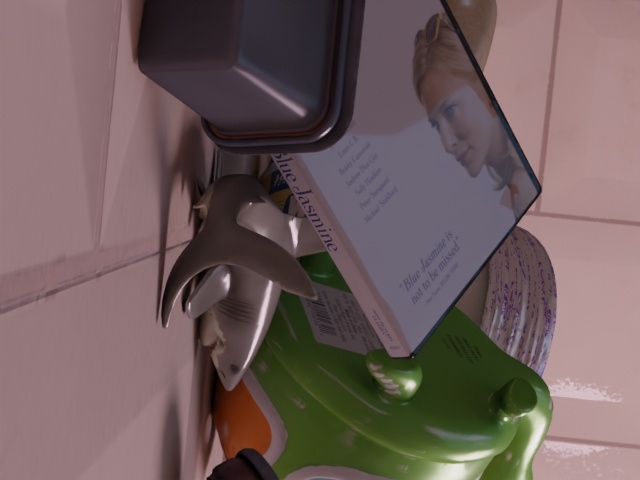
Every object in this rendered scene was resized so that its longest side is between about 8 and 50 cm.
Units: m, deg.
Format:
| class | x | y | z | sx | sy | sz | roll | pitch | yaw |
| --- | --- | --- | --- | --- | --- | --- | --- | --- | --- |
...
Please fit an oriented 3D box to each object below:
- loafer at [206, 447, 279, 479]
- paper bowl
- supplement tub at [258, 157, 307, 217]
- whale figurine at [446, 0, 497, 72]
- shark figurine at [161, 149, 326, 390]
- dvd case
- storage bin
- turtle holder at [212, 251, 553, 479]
| class | x | y | z | sx | sy | sz | roll | pitch | yaw |
| --- | --- | --- | --- | --- | --- | --- | --- | --- | --- |
| loafer | -0.067 | 0.280 | 0.988 | 0.109 | 0.095 | 0.302 | 49 | -31 | 42 |
| paper bowl | 0.104 | 0.094 | 1.423 | 0.284 | 0.148 | 0.284 | -49 | -152 | 39 |
| supplement tub | 0.000 | 0.000 | 1.357 | 0.144 | 0.144 | 0.199 | 93 | 2 | -56 |
| whale figurine | 0.050 | -0.128 | 1.039 | 0.272 | 0.141 | 0.216 | -69 | 178 | -70 |
| shark figurine | -0.031 | 0.000 | 0.902 | 0.278 | 0.116 | 0.166 | 97 | -2 | -75 |
| dvd case | 0.039 | -0.080 | 0.840 | 0.180 | 0.022 | 0.253 | -47 | 117 | -35 |
| storage bin | -0.042 | -0.119 | 0.665 | 0.091 | 0.098 | 0.135 | 26 | 68 | -59 |
| turtle holder | 0.049 | 0.140 | 1.195 | 0.320 | 0.243 | 0.227 | -5 | 134 | -53 |
